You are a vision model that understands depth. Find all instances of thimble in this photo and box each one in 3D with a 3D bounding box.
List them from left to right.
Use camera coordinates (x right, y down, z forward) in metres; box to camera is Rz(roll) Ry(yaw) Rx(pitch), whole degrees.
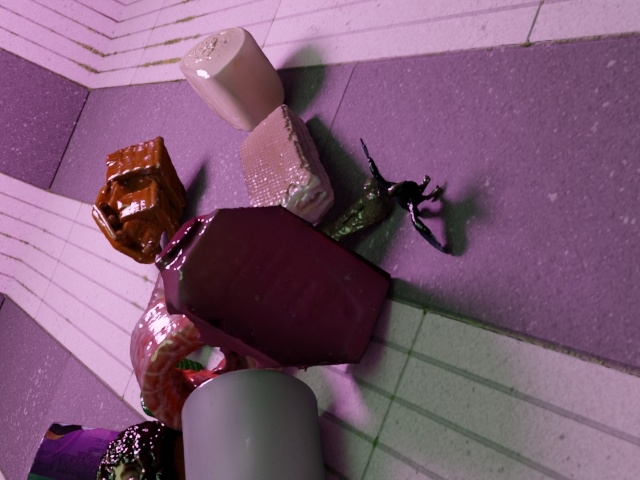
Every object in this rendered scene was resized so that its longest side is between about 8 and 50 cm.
[{"bbox_3d":[-0.281,0.282,1.927,0.118,0.090,0.130,-22,52,50],"label":"thimble"},{"bbox_3d":[-0.187,0.198,1.667,0.239,0.239,0.162,-60,25,14],"label":"thimble"}]

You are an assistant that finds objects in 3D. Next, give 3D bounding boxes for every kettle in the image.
[{"bbox_3d":[-0.105,0.380,1.413,0.265,0.205,0.318,-40,39,25],"label":"kettle"}]

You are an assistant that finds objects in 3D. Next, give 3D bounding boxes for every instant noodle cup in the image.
[{"bbox_3d":[-0.432,0.453,1.860,0.251,0.190,0.251,-165,90,-88],"label":"instant noodle cup"}]

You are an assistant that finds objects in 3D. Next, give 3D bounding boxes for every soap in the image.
[{"bbox_3d":[-0.073,0.067,1.449,0.127,0.325,0.220,-31,32,58],"label":"soap"}]

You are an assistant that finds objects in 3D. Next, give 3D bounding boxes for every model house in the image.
[{"bbox_3d":[-0.417,-0.105,2.337,0.199,0.220,0.229,-80,14,-55],"label":"model house"}]

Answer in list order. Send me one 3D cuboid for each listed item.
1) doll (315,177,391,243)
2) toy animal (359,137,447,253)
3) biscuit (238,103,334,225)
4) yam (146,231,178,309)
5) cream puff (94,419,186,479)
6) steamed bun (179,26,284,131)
[{"bbox_3d":[0.003,0.016,1.649,0.286,0.091,0.202,-13,69,45],"label":"doll"},{"bbox_3d":[0.127,-0.064,1.456,0.062,0.108,0.220,-47,67,26],"label":"toy animal"},{"bbox_3d":[-0.065,-0.123,1.785,0.144,0.078,0.426,-44,24,13],"label":"biscuit"},{"bbox_3d":[-0.278,0.113,2.013,0.129,0.128,0.238,20,89,41],"label":"yam"},{"bbox_3d":[-0.278,0.419,1.661,0.165,0.239,0.239,-16,42,4],"label":"cream puff"},{"bbox_3d":[-0.175,-0.340,2.112,0.155,0.200,0.250,-43,31,-6],"label":"steamed bun"}]
